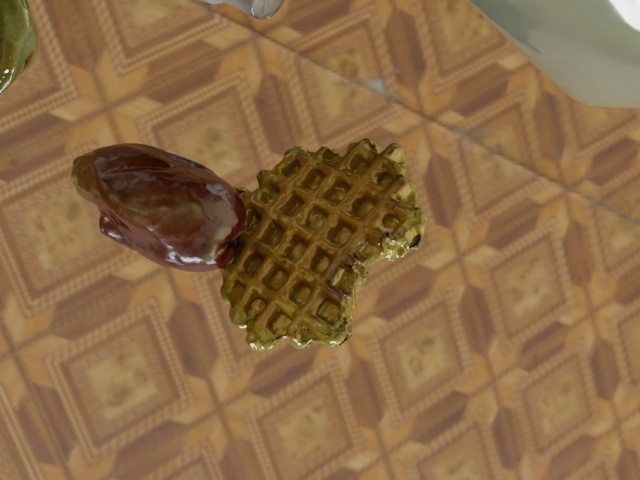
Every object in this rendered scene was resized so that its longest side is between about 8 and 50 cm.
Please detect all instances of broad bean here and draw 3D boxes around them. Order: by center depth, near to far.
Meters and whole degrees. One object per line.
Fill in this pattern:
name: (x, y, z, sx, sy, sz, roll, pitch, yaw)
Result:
broad bean: (-0.352, -0.234, 1.319, 0.072, 0.153, 0.206, -68, 154, -52)
broad bean: (-0.189, -0.038, 1.543, 0.156, 0.229, 0.122, -16, 124, -64)

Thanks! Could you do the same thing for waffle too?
waffle: (-0.001, -0.001, 1.536, 0.291, 0.291, 0.051, -55, 140, -11)

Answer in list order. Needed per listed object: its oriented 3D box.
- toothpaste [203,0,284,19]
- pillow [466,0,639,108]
toothpaste: (-0.134, -0.281, 1.264, 0.099, 0.282, 0.068, 10, 111, -49)
pillow: (0.207, -0.214, 1.057, 0.322, 0.255, 0.119, 39, 76, -25)
